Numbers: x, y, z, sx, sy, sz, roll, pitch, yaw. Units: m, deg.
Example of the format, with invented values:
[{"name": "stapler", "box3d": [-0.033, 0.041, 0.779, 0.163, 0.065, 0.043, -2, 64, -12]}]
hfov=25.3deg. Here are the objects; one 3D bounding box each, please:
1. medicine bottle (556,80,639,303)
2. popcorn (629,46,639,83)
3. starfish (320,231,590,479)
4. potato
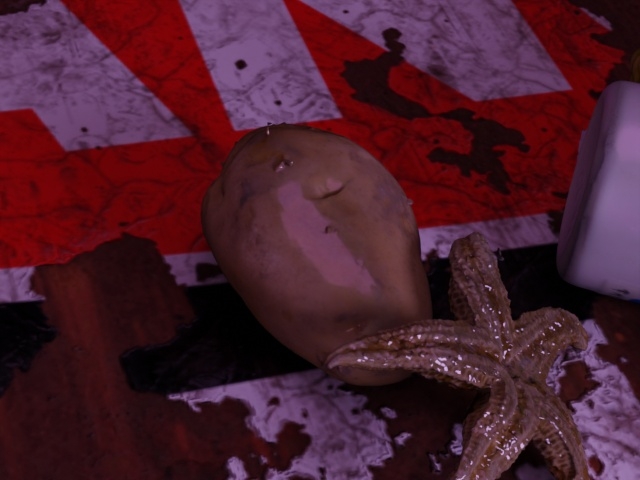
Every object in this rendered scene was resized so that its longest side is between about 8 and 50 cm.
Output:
[{"name": "medicine bottle", "box3d": [0.342, -0.014, 1.104, 0.293, 0.170, 0.170, 13, 44, 5]}, {"name": "popcorn", "box3d": [0.373, -0.138, 1.219, 0.218, 0.189, 0.169, -8, 52, -14]}, {"name": "starfish", "box3d": [0.123, 0.100, 0.986, 0.277, 0.062, 0.235, 3, 63, -48]}, {"name": "potato", "box3d": [-0.005, 0.001, 1.058, 0.161, 0.128, 0.235, -2, 52, -10]}]
